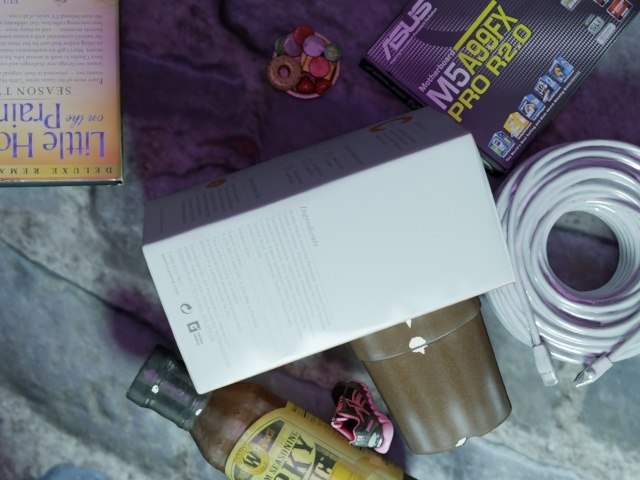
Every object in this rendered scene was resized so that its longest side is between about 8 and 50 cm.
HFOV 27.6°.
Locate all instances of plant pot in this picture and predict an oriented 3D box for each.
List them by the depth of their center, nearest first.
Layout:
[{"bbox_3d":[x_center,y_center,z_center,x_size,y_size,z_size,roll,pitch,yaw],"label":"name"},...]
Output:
[{"bbox_3d":[0.125,0.136,1.443,0.167,0.167,0.165,-25,97,-6],"label":"plant pot"}]

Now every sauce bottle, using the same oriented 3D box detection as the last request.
[{"bbox_3d":[-0.053,0.231,1.440,0.344,0.111,0.111,29,85,-2],"label":"sauce bottle"}]

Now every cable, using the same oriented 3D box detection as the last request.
[{"bbox_3d":[0.307,0.014,1.493,0.257,0.089,0.257,-28,89,-7],"label":"cable"}]

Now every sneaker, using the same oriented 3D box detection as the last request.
[{"bbox_3d":[0.033,0.193,1.446,0.057,0.119,0.047,2,113,-26],"label":"sneaker"}]

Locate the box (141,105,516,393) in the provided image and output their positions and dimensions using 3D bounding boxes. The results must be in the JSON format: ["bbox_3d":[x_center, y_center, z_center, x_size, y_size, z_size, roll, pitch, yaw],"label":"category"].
[{"bbox_3d":[0.000,0.000,1.381,0.345,0.215,0.168,-19,105,-2],"label":"box"}]

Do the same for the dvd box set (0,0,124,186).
[{"bbox_3d":[-0.376,-0.269,1.467,0.307,0.062,0.421,-2,86,-5],"label":"dvd box set"}]

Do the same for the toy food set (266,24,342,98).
[{"bbox_3d":[-0.017,-0.207,1.512,0.083,0.020,0.083,20,85,-3],"label":"toy food set"}]

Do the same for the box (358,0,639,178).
[{"bbox_3d":[0.211,-0.241,1.513,0.216,0.060,0.270,40,85,-2],"label":"box"}]
